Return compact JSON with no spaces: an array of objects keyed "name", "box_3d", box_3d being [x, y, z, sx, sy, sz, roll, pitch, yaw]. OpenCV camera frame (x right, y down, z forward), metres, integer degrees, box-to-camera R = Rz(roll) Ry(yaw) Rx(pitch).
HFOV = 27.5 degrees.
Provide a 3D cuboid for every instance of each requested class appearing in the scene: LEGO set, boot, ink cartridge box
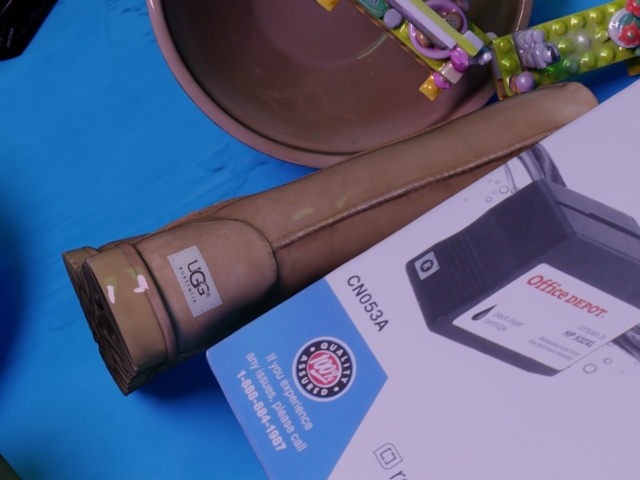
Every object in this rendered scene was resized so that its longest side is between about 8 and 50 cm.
[{"name":"LEGO set","box_3d":[0.113,-0.135,0.731,0.287,0.107,0.132,17,93,-7]},{"name":"boot","box_3d":[0.000,0.000,0.742,0.270,0.089,0.236,-22,6,-15]},{"name":"ink cartridge box","box_3d":[0.137,0.073,0.600,0.307,0.129,0.223,-32,48,-1]}]

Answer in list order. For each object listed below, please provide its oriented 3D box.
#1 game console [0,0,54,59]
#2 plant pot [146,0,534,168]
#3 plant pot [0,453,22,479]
[{"name":"game console","box_3d":[-0.265,-0.308,1.147,0.213,0.044,0.361,10,62,31]},{"name":"plant pot","box_3d":[0.008,-0.164,0.828,0.237,0.237,0.110,-35,7,-3]},{"name":"plant pot","box_3d":[-0.241,0.187,0.652,0.212,0.212,0.187,-19,38,11]}]
